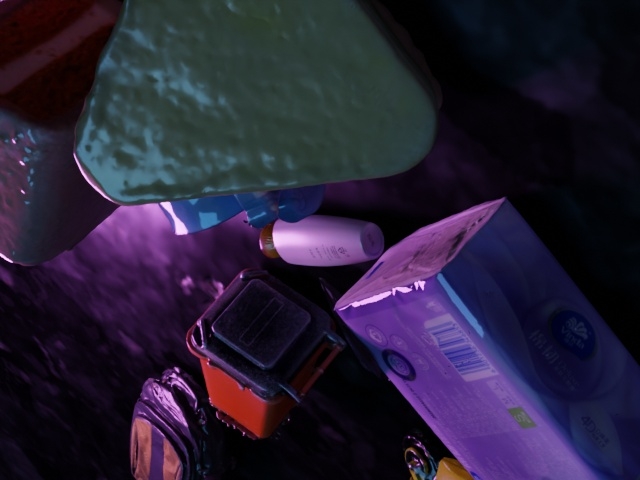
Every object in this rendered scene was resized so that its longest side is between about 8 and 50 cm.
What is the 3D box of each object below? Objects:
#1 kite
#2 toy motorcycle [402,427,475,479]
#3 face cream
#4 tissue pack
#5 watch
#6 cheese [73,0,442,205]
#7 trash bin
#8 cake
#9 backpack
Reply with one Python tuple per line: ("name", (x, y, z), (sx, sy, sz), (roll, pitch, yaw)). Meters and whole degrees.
("kite", (0.075, 0.133, 1.649), (0.245, 0.015, 0.141), (36, -154, -50))
("toy motorcycle", (0.221, 0.384, 1.775), (0.342, 0.142, 0.206), (20, 137, 57))
("face cream", (0.000, 0.000, 1.684), (0.182, 0.051, 0.072), (-1, 128, 45))
("tissue pack", (0.212, 0.139, 1.521), (0.338, 0.160, 0.242), (50, 151, -11))
("watch", (-0.121, -0.089, 1.587), (0.193, 0.211, 0.211), (-17, 116, 32))
("cheese", (-0.042, -0.174, 1.378), (0.383, 0.104, 0.384), (1, 108, 4))
("trash bin", (-0.073, 0.176, 1.872), (0.184, 0.161, 0.239), (33, 152, 16))
("cake", (-0.334, -0.153, 1.616), (0.237, 0.309, 0.230), (32, 135, 13))
("backpack", (-0.231, 0.325, 2.221), (0.206, 0.133, 0.258), (34, 140, 29))
